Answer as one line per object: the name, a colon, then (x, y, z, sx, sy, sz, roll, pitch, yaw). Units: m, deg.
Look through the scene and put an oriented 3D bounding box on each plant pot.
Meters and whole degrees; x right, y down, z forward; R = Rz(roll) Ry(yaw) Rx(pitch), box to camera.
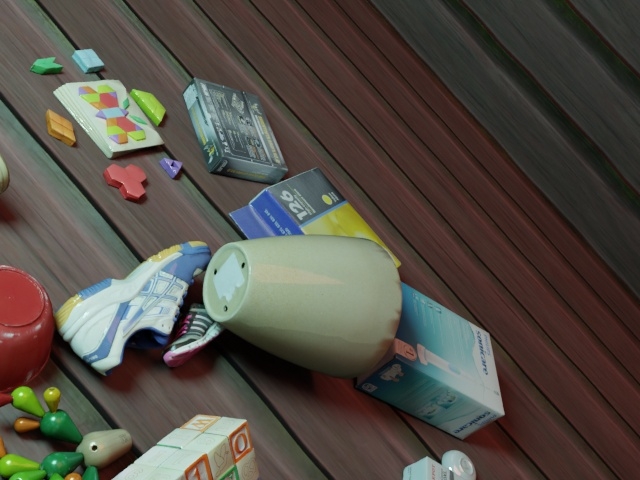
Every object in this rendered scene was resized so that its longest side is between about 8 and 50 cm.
plant pot: (-0.049, 0.091, 1.214, 0.274, 0.256, 0.256, 16, 45, -40)

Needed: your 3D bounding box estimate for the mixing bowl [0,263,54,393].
mixing bowl: (-0.426, 0.098, 0.947, 0.182, 0.098, 0.181, 28, 38, -25)

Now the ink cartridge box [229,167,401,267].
ink cartridge box: (0.000, 0.000, 1.540, 0.303, 0.072, 0.307, 51, 32, 5)

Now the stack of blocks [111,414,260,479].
stack of blocks: (-0.191, 0.360, 0.874, 0.297, 0.087, 0.171, -31, 114, -55)

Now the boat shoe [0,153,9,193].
boat shoe: (-0.605, -0.162, 1.012, 0.342, 0.123, 0.123, 41, 48, -9)

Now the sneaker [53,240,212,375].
sneaker: (-0.265, 0.104, 1.121, 0.131, 0.112, 0.296, 54, 44, 3)

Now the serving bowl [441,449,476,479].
serving bowl: (0.278, 0.450, 1.421, 0.083, 0.027, 0.083, 29, 37, -25)

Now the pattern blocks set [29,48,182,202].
pattern blocks set: (-0.399, -0.236, 1.378, 0.325, 0.026, 0.285, 44, 34, -3)

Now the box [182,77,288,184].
box: (-0.188, -0.239, 1.585, 0.183, 0.056, 0.231, 7, 51, -45)

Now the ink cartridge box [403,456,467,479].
ink cartridge box: (0.224, 0.477, 1.301, 0.151, 0.063, 0.109, 34, 36, -19)

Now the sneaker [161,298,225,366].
sneaker: (-0.212, 0.144, 1.166, 0.074, 0.063, 0.170, 49, 29, 2)

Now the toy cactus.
toy cactus: (-0.311, 0.269, 0.910, 0.219, 0.112, 0.181, 49, 23, 18)

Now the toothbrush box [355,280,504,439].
toothbrush box: (0.219, 0.242, 1.479, 0.296, 0.126, 0.216, 29, 37, -24)
